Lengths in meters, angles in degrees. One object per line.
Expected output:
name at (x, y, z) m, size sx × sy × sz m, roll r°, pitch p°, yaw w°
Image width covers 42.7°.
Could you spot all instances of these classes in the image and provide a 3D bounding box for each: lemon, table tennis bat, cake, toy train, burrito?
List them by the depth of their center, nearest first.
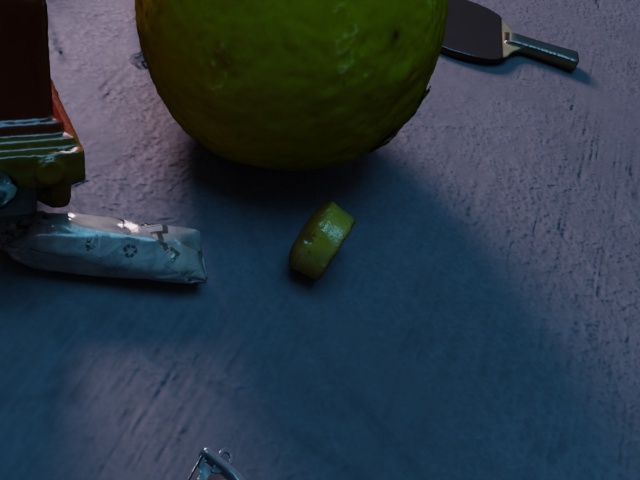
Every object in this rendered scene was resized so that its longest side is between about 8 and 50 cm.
toy train at (-0.323, -0.151, 0.747) m, size 0.163 × 0.231 × 0.369 m, roll -6°, pitch 35°, yaw -26°
burrito at (-0.207, 0.006, 0.797) m, size 0.203 × 0.064 × 0.064 m, roll 7°, pitch 48°, yaw -16°
cake at (0.000, 0.000, 0.862) m, size 0.044 × 0.084 × 0.084 m, roll 33°, pitch 46°, yaw 1°
lemon at (-0.032, -0.259, 0.891) m, size 0.350 × 0.387 × 0.350 m, roll -3°, pitch 48°, yaw 3°
table tennis bat at (0.265, -0.329, 1.300) m, size 0.301 × 0.022 × 0.173 m, roll 16°, pitch 45°, yaw -5°

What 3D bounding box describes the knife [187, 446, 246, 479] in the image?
knife at (0.009, 0.265, 0.645) m, size 0.278 × 0.053 × 0.123 m, roll 26°, pitch 41°, yaw 3°
